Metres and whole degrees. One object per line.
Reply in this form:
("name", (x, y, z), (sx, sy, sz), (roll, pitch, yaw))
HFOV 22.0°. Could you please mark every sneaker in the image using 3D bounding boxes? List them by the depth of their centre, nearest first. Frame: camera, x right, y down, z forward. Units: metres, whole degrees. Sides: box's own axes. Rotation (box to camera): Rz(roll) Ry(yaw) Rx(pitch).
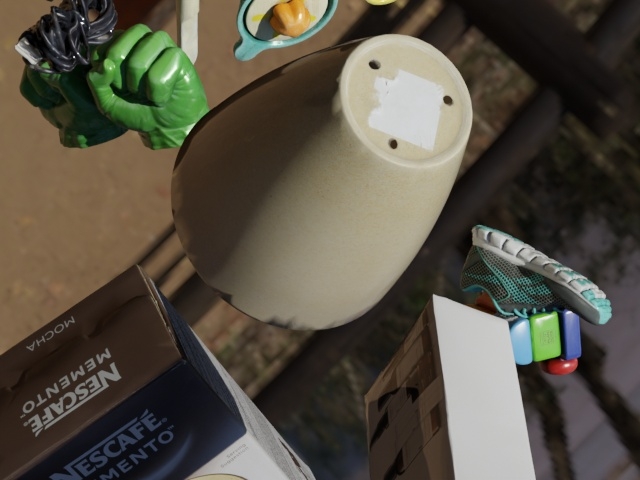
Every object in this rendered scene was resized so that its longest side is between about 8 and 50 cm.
("sneaker", (0.205, 0.050, 1.590), (0.065, 0.166, 0.076), (14, 104, -54))

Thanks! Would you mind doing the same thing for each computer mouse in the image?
("computer mouse", (-0.260, -0.275, 1.371), (0.072, 0.272, 0.188), (-14, -163, 13))

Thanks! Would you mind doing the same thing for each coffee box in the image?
("coffee box", (-0.120, 0.180, 1.252), (0.168, 0.119, 0.297), (-34, 133, 2))

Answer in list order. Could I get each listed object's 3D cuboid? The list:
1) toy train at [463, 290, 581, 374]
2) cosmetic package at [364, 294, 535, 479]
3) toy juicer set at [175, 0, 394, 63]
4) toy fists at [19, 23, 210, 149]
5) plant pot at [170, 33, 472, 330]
("toy train", (0.180, 0.089, 1.886), (0.143, 0.248, 0.105), (-11, 105, -22))
("cosmetic package", (0.074, 0.147, 0.952), (0.239, 0.060, 0.099), (-93, -154, -53))
("toy juicer set", (-0.056, -0.312, 2.046), (0.329, 0.089, 0.209), (-25, 149, 4))
("toy fists", (-0.257, -0.186, 2.002), (0.096, 0.279, 0.142), (-42, 122, -37))
("plant pot", (0.025, -0.076, 1.530), (0.256, 0.256, 0.274), (-34, 177, -30))
